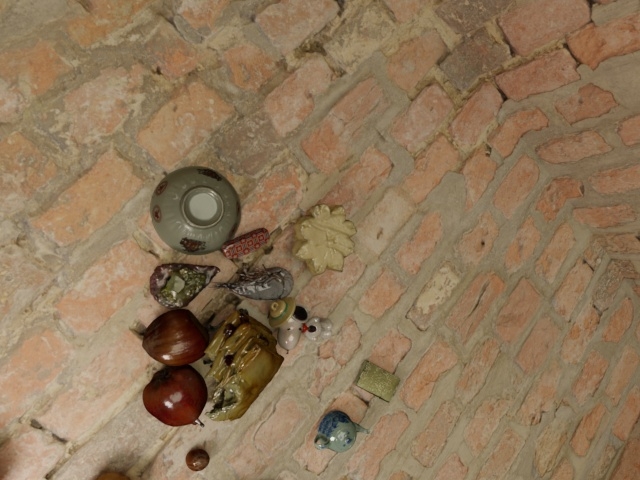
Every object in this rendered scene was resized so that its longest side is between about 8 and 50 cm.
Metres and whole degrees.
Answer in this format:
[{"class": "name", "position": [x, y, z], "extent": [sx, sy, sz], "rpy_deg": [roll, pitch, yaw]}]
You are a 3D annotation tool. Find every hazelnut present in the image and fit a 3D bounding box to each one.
[{"class": "hazelnut", "position": [-0.502, 0.342, 1.561], "extent": [0.181, 0.212, 0.181], "rpy_deg": [-42, 135, -6]}, {"class": "hazelnut", "position": [-0.446, 0.802, 1.634], "extent": [0.086, 0.086, 0.086], "rpy_deg": [1, 89, -23]}]

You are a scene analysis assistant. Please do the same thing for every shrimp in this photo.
[{"class": "shrimp", "position": [-0.258, 0.157, 1.711], "extent": [0.343, 0.116, 0.145], "rpy_deg": [2, 88, -30]}]

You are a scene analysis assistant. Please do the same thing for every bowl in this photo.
[{"class": "bowl", "position": [-0.435, -0.112, 1.619], "extent": [0.337, 0.157, 0.337], "rpy_deg": [0, 89, -22]}]

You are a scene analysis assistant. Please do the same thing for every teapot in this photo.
[{"class": "teapot", "position": [0.078, 0.789, 1.822], "extent": [0.232, 0.159, 0.159], "rpy_deg": [-10, 93, -23]}]

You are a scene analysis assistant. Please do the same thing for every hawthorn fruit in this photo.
[{"class": "hawthorn fruit", "position": [-0.484, 0.556, 1.556], "extent": [0.208, 0.208, 0.248], "rpy_deg": [-32, 103, -21]}]

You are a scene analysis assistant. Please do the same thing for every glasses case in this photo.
[{"class": "glasses case", "position": [-0.288, 0.012, 1.733], "extent": [0.194, 0.049, 0.073], "rpy_deg": [-25, 120, -25]}]

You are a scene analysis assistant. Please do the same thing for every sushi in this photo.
[{"class": "sushi", "position": [-0.489, 0.165, 1.619], "extent": [0.241, 0.107, 0.161], "rpy_deg": [3, 91, -23]}]

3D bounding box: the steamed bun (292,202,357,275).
[{"class": "steamed bun", "position": [0.000, 0.000, 1.816], "extent": [0.292, 0.137, 0.295], "rpy_deg": [-37, 111, -24]}]

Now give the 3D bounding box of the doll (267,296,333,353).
[{"class": "doll", "position": [-0.079, 0.315, 1.765], "extent": [0.271, 0.144, 0.208], "rpy_deg": [-10, 95, -42]}]

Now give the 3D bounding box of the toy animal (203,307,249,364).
[{"class": "toy animal", "position": [-0.352, 0.360, 1.692], "extent": [0.176, 0.073, 0.217], "rpy_deg": [3, 92, -39]}]

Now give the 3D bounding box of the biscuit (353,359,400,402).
[{"class": "biscuit", "position": [0.247, 0.615, 1.956], "extent": [0.199, 0.040, 0.121], "rpy_deg": [34, 74, -20]}]

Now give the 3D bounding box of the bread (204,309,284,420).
[{"class": "bread", "position": [-0.279, 0.464, 1.592], "extent": [0.370, 0.191, 0.314], "rpy_deg": [-64, 154, -14]}]

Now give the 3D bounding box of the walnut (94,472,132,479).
[{"class": "walnut", "position": [-0.702, 0.887, 1.473], "extent": [0.193, 0.193, 0.226], "rpy_deg": [26, 69, -21]}]
